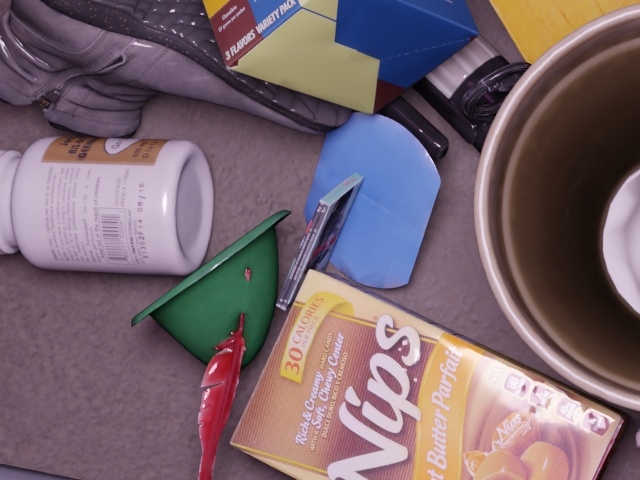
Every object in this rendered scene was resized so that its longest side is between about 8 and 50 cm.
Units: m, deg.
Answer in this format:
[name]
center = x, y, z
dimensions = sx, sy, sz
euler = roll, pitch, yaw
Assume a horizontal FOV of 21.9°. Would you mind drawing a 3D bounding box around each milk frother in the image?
[milk frother]
center = 0.131, -0.159, 1.505
dimensions = 0.135, 0.129, 0.143
euler = 46, 140, 14

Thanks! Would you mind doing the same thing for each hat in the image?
[hat]
center = -0.062, 0.103, 1.540
dimensions = 0.208, 0.173, 0.183
euler = -36, 90, 12

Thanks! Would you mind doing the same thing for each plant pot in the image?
[plant pot]
center = 0.306, -0.014, 1.381
dimensions = 0.323, 0.280, 0.323
euler = -1, 84, 14

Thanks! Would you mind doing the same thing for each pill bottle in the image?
[pill bottle]
center = -0.229, -0.035, 1.597
dimensions = 0.229, 0.131, 0.131
euler = 2, 85, 14

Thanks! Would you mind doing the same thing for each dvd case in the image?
[dvd case]
center = 0.000, 0.000, 1.535
dimensions = 0.013, 0.087, 0.119
euler = 30, 118, 11

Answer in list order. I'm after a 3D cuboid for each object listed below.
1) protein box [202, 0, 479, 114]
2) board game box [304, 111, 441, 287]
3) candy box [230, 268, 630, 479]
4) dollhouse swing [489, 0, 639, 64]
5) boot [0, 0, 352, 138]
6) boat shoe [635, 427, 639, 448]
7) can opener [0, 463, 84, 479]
[protein box]
center = 0.001, -0.245, 1.436
dimensions = 0.136, 0.200, 0.201
euler = -36, 61, 30
[board game box]
center = 0.055, -0.041, 1.560
dimensions = 0.133, 0.033, 0.168
euler = 32, 121, 28
[candy box]
center = 0.099, 0.173, 1.513
dimensions = 0.316, 0.087, 0.183
euler = 25, 92, 15
[dollhouse swing]
center = 0.260, -0.396, 1.549
dimensions = 0.347, 0.305, 0.315
euler = -31, 119, 9
[boot]
center = -0.149, -0.161, 1.566
dimensions = 0.338, 0.222, 0.118
euler = 27, 54, -8
[boat shoe]
center = 0.369, 0.150, 1.461
dimensions = 0.184, 0.066, 0.063
euler = -10, 72, 14
[can opener]
center = -0.219, 0.267, 1.588
dimensions = 0.280, 0.093, 0.074
euler = 10, 87, 20
